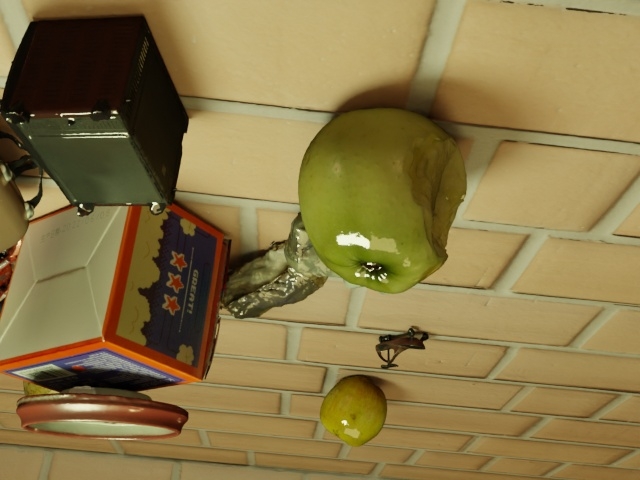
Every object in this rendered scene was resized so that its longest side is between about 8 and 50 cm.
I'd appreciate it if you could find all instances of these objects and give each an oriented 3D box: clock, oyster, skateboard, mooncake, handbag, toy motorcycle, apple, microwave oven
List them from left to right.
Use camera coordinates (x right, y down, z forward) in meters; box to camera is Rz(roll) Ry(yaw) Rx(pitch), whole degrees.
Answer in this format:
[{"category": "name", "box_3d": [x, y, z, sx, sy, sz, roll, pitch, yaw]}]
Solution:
[{"category": "handbag", "box_3d": [-0.596, -0.082, 1.265, 0.283, 0.149, 0.302, -29, 160, -18]}, {"category": "toy motorcycle", "box_3d": [-0.733, 0.070, 1.625, 0.171, 0.089, 0.298, -19, 166, -38]}, {"category": "microwave oven", "box_3d": [-0.314, -0.171, 1.077, 0.188, 0.178, 0.247, -2, 150, 6]}, {"category": "clock", "box_3d": [-0.410, 0.324, 1.441, 0.318, 0.080, 0.318, 0, 159, 0]}, {"category": "oyster", "box_3d": [-0.107, 0.090, 1.587, 0.341, 0.110, 0.166, -18, 152, 13]}, {"category": "mooncake", "box_3d": [0.000, 0.000, 1.436, 0.130, 0.073, 0.125, 7, 126, -14]}, {"category": "apple", "box_3d": [0.090, -0.065, 1.151, 0.279, 0.279, 0.279, 4, 151, 2]}, {"category": "skateboard", "box_3d": [0.200, 0.276, 1.916, 0.067, 0.080, 0.151, 21, 150, -39]}]

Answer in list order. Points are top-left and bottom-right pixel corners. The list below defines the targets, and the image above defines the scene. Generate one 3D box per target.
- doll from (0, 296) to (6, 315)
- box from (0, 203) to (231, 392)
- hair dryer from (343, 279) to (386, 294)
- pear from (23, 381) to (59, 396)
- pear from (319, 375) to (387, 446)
[{"category": "doll", "box_3d": [-0.599, 0.157, 1.655, 0.228, 0.258, 0.154, -28, 102, 19]}, {"category": "box", "box_3d": [-0.400, 0.114, 1.461, 0.348, 0.319, 0.257, -17, 145, 32]}, {"category": "hair dryer", "box_3d": [0.117, 0.088, 1.627, 0.082, 0.047, 0.137, -15, 151, 30]}, {"category": "pear", "box_3d": [-0.733, 0.406, 2.174, 0.211, 0.188, 0.228, -5, 147, 8]}, {"category": "pear", "box_3d": [0.103, 0.499, 2.234, 0.200, 0.200, 0.200, 4, 151, 2]}]
